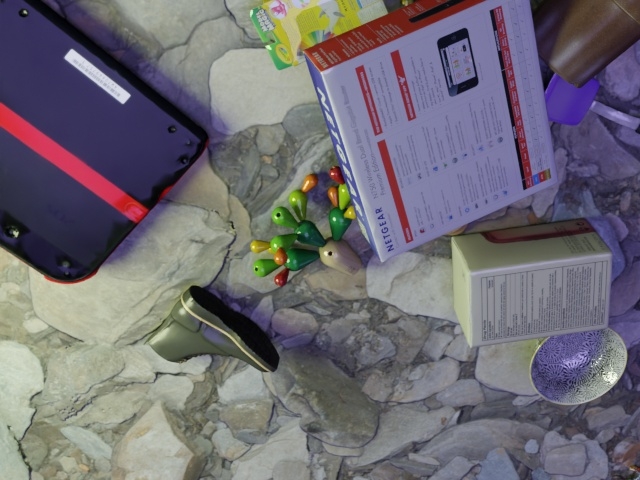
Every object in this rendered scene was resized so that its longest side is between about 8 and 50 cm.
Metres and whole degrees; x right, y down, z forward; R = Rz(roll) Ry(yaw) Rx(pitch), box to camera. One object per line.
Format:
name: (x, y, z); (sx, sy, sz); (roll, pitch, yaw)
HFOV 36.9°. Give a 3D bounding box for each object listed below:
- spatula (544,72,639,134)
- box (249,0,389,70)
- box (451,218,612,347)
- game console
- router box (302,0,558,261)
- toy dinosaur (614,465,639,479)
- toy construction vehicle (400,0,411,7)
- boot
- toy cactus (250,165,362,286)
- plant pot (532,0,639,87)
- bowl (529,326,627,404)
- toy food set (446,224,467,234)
spatula: (0.472, -0.189, 1.490); (0.296, 0.030, 0.084); (17, 116, -15)
box: (-0.002, -0.322, 1.356); (0.179, 0.043, 0.105); (-25, 118, 4)
box: (0.338, 0.067, 1.555); (0.232, 0.127, 0.149); (-7, 119, -3)
game console: (-0.410, -0.142, 1.402); (0.386, 0.060, 0.342); (38, 102, -23)
router box: (0.167, -0.171, 1.360); (0.301, 0.082, 0.335); (-24, 127, -6)
toy dinosaur: (0.597, 0.475, 1.864); (0.082, 0.047, 0.090); (-45, 147, 7)
toy construction vehicle: (0.149, -0.300, 1.389); (0.086, 0.035, 0.098); (3, 117, -8)
boot: (-0.179, 0.178, 1.590); (0.198, 0.077, 0.137); (41, 111, -10)
toy cactus: (0.000, 0.000, 1.504); (0.180, 0.112, 0.219); (36, 99, -33)
plant pot: (0.381, -0.314, 1.346); (0.167, 0.167, 0.165); (33, 116, -21)
bowl: (0.433, 0.193, 1.659); (0.170, 0.080, 0.170); (-3, 118, -6)
toy food set: (0.204, -0.047, 1.538); (0.083, 0.020, 0.083); (9, 116, -11)
